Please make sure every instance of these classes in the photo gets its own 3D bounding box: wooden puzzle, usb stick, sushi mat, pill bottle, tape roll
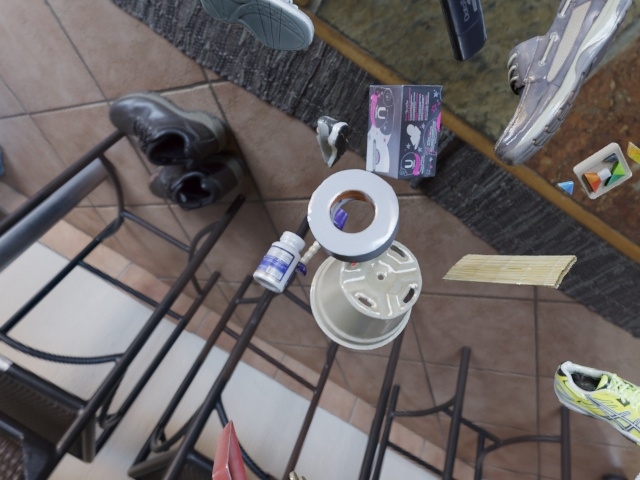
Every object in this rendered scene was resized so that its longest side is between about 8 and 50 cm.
[{"bbox_3d":[0.428,-0.103,0.703,0.078,0.014,0.116,35,118,-26],"label":"wooden puzzle"},{"bbox_3d":[0.244,-0.437,0.827,0.045,0.077,0.278,47,-178,36],"label":"usb stick"},{"bbox_3d":[0.492,0.077,1.243,0.316,0.151,0.019,-1,117,51],"label":"sushi mat"},{"bbox_3d":[-0.131,0.069,1.558,0.112,0.187,0.112,27,159,11],"label":"pill bottle"},{"bbox_3d":[0.082,-0.059,1.136,0.219,0.219,0.072,16,167,14],"label":"tape roll"}]

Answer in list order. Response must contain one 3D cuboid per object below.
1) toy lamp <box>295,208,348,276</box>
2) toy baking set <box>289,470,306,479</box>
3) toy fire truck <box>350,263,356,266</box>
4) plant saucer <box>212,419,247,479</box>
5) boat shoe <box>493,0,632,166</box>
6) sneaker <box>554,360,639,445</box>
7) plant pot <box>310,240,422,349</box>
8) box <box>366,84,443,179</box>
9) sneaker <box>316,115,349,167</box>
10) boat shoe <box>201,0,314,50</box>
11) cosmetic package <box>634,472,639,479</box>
[{"bbox_3d":[0.000,0.000,1.665,0.080,0.275,0.080,35,165,11],"label":"toy lamp"},{"bbox_3d":[-0.011,0.529,0.826,0.030,0.256,0.197,-30,95,-1],"label":"toy baking set"},{"bbox_3d":[0.156,0.142,2.133,0.047,0.192,0.135,45,122,17],"label":"toy fire truck"},{"bbox_3d":[-0.214,0.618,1.152,0.047,0.259,0.258,-14,94,-9],"label":"plant saucer"},{"bbox_3d":[0.401,-0.294,0.834,0.130,0.355,0.132,33,176,23],"label":"boat shoe"},{"bbox_3d":[0.844,0.457,1.300,0.384,0.145,0.147,10,143,44],"label":"sneaker"},{"bbox_3d":[0.145,0.139,1.367,0.333,0.334,0.305,26,162,3],"label":"plant pot"},{"bbox_3d":[0.228,-0.310,1.319,0.163,0.142,0.247,30,122,57],"label":"box"},{"bbox_3d":[0.037,-0.353,1.660,0.108,0.100,0.271,35,164,11],"label":"sneaker"},{"bbox_3d":[-0.141,-0.549,1.105,0.320,0.103,0.118,29,149,21],"label":"boat shoe"},{"bbox_3d":[0.486,0.360,0.553,0.377,0.097,0.284,15,105,-26],"label":"cosmetic package"}]
